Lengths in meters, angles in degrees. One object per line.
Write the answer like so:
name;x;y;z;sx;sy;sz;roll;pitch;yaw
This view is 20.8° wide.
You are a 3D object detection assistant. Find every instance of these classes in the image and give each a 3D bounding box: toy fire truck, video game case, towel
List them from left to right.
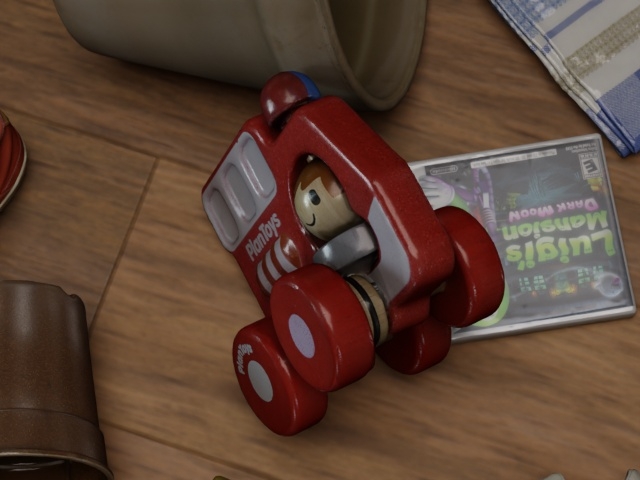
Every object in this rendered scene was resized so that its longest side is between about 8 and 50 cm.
toy fire truck;0.000;0.000;1.447;0.169;0.302;0.254;-24;77;-26
video game case;0.174;-0.001;1.574;0.190;0.022;0.173;-9;73;0
towel;0.271;-0.236;1.635;0.209;0.034;0.285;-37;77;-10

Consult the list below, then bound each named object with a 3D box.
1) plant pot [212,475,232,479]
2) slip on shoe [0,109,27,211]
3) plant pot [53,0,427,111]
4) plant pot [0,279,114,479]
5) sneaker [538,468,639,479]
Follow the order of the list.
plant pot;-0.070;0.245;1.482;0.081;0.083;0.081;20;75;10
slip on shoe;-0.370;0.006;1.528;0.123;0.101;0.331;25;63;13
plant pot;-0.081;-0.270;1.545;0.280;0.323;0.323;-1;72;19
plant pot;-0.262;0.131;1.494;0.167;0.167;0.165;-6;66;2
sneaker;0.290;0.253;1.455;0.262;0.099;0.121;8;69;5
